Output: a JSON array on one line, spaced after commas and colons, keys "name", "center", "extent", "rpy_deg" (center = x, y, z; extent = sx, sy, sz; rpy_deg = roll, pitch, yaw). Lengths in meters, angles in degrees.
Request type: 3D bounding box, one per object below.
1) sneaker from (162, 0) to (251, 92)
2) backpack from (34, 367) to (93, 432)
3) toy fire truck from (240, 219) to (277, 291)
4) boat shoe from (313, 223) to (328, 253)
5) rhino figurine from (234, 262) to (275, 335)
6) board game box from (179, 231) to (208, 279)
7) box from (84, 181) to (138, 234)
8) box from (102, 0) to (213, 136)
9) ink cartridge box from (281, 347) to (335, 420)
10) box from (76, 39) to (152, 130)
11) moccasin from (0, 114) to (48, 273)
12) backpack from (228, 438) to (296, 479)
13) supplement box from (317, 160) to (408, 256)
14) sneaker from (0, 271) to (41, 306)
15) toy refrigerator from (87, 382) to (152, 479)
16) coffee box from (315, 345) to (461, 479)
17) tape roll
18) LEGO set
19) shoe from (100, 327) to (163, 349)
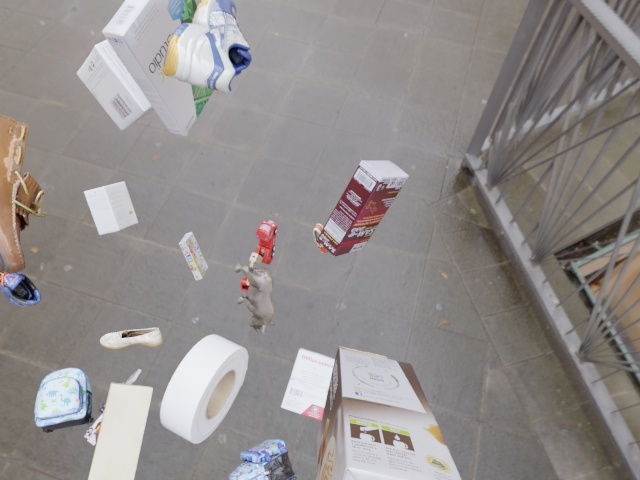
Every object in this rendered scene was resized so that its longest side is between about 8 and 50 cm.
[{"name": "sneaker", "center": [-0.193, -0.373, 0.877], "extent": [0.131, 0.112, 0.296], "rpy_deg": [21, 47, -13]}, {"name": "backpack", "center": [-0.541, 0.330, 0.963], "extent": [0.105, 0.084, 0.114], "rpy_deg": [-7, 55, -16]}, {"name": "toy fire truck", "center": [-0.182, 0.049, 1.352], "extent": [0.047, 0.192, 0.135], "rpy_deg": [18, 34, 12]}, {"name": "boat shoe", "center": [0.000, 0.000, 1.831], "extent": [0.049, 0.137, 0.043], "rpy_deg": [-2, 33, 20]}, {"name": "rhino figurine", "center": [-0.177, 0.175, 1.292], "extent": [0.106, 0.243, 0.073], "rpy_deg": [13, 30, 24]}, {"name": "board game box", "center": [-0.467, 0.057, 1.685], "extent": [0.026, 0.154, 0.103], "rpy_deg": [-17, 21, 5]}, {"name": "box", "center": [-0.789, -0.124, 1.728], "extent": [0.091, 0.130, 0.170], "rpy_deg": [-10, 103, 13]}, {"name": "box", "center": [-0.341, -0.431, 1.060], "extent": [0.058, 0.322, 0.232], "rpy_deg": [18, 70, 14]}, {"name": "ink cartridge box", "center": [-0.026, 0.419, 1.342], "extent": [0.127, 0.072, 0.175], "rpy_deg": [17, 82, 5]}, {"name": "box", "center": [-0.498, -0.409, 1.175], "extent": [0.119, 0.181, 0.182], "rpy_deg": [-49, 115, -34]}, {"name": "moccasin", "center": [-0.689, -0.108, 1.024], "extent": [0.147, 0.139, 0.380], "rpy_deg": [1, 58, -42]}, {"name": "backpack", "center": [-0.178, 0.640, 1.260], "extent": [0.173, 0.158, 0.117], "rpy_deg": [-14, 78, -30]}, {"name": "supplement box", "center": [0.102, -0.079, 1.125], "extent": [0.073, 0.239, 0.130], "rpy_deg": [45, 33, 25]}, {"name": "sneaker", "center": [-0.779, 0.087, 1.131], "extent": [0.087, 0.221, 0.083], "rpy_deg": [4, 53, 34]}, {"name": "toy refrigerator", "center": [-0.504, 0.501, 1.142], "extent": [0.102, 0.094, 0.269], "rpy_deg": [13, 71, -22]}, {"name": "coffee box", "center": [0.052, 0.224, 0.460], "extent": [0.098, 0.246, 0.141], "rpy_deg": [13, 99, -1]}, {"name": "tape roll", "center": [-0.318, 0.414, 1.288], "extent": [0.100, 0.286, 0.286], "rpy_deg": [21, 61, 15]}, {"name": "LEGO set", "center": [-0.687, 0.555, 1.515], "extent": [0.060, 0.244, 0.182], "rpy_deg": [42, 29, -16]}, {"name": "shoe", "center": [-0.673, 0.340, 1.622], "extent": [0.219, 0.058, 0.076], "rpy_deg": [-1, 27, -1]}]
